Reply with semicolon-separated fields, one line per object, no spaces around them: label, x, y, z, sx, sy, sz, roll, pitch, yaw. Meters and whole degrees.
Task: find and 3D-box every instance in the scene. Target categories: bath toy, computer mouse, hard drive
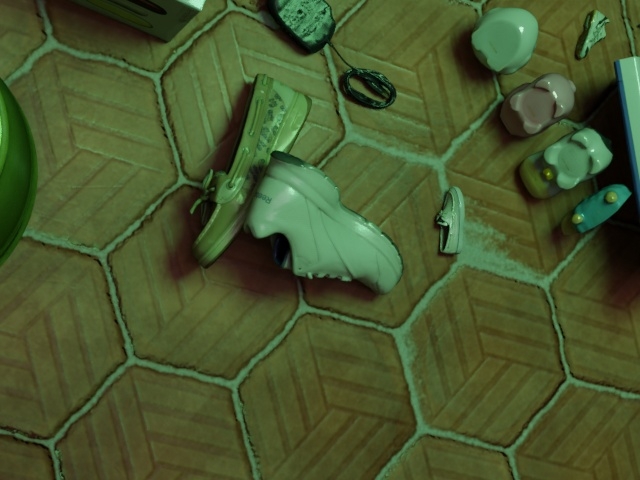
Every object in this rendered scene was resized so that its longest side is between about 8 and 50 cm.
bath toy;0.331;-0.184;1.760;0.129;0.151;0.348;-32;95;-56
computer mouse;0.016;-0.275;1.705;0.242;0.041;0.071;45;82;-18
hard drive;0.493;-0.105;1.782;0.040;0.210;0.318;-10;89;21

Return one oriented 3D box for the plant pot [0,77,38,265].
plant pot;-0.487;-0.102;1.344;0.367;0.353;0.366;2;85;-19

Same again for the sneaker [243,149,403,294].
sneaker;0.000;0.000;1.610;0.297;0.111;0.129;40;80;-39

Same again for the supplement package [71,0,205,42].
supplement package;-0.244;-0.376;1.533;0.203;0.194;0.149;21;80;-16

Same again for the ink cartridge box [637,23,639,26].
ink cartridge box;0.677;-0.354;1.859;0.311;0.186;0.065;3;88;-19

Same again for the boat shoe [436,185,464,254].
boat shoe;0.187;-0.030;1.745;0.035;0.035;0.100;0;92;-22

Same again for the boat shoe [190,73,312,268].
boat shoe;-0.111;-0.094;1.616;0.089;0.104;0.285;31;66;-10

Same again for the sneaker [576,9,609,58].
sneaker;0.424;-0.316;1.849;0.037;0.032;0.083;26;79;-16
